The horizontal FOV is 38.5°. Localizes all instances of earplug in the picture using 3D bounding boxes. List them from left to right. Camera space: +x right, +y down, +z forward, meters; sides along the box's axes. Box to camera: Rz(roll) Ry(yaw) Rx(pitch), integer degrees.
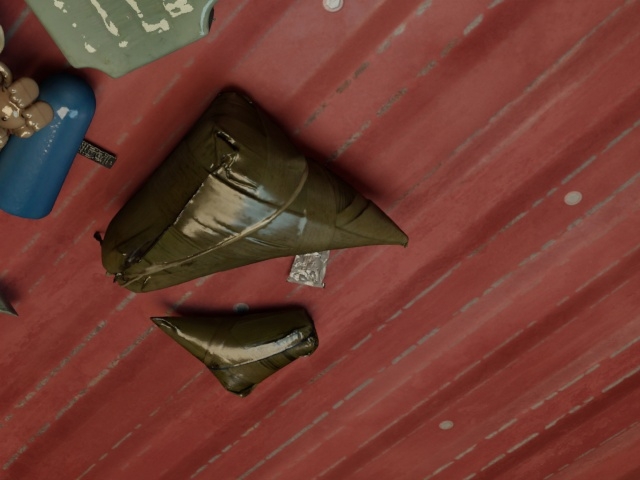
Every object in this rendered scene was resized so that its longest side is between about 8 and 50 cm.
[{"bbox_3d":[-0.488,-0.180,1.633,0.132,0.132,0.273,24,121,-23],"label":"earplug"}]

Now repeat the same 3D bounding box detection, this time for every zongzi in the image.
[{"bbox_3d":[-0.176,0.185,1.972,0.260,0.123,0.289,-33,121,16],"label":"zongzi"},{"bbox_3d":[-0.154,0.034,1.746,0.467,0.218,0.500,38,115,-20],"label":"zongzi"}]

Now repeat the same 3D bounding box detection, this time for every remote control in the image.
[{"bbox_3d":[-0.427,-0.167,1.714,0.091,0.016,0.034,29,117,-26],"label":"remote control"}]

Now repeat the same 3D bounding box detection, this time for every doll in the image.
[{"bbox_3d":[-0.555,-0.226,1.529,0.278,0.119,0.154,-6,125,46],"label":"doll"}]

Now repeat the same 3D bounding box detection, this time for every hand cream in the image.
[{"bbox_3d":[0.000,-0.003,1.870,0.084,0.050,0.257,11,131,-9],"label":"hand cream"}]

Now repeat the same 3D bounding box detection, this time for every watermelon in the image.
[{"bbox_3d":[-0.712,0.119,1.906,0.180,0.081,0.094,18,145,1],"label":"watermelon"}]

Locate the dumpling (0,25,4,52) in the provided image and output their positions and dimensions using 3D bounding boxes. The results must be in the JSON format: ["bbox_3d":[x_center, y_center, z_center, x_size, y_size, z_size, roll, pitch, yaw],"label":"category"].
[{"bbox_3d":[-0.584,-0.327,1.514,0.169,0.100,0.134,-13,143,9],"label":"dumpling"}]

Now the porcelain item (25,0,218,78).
[{"bbox_3d":[-0.309,-0.420,1.416,0.281,0.157,0.286,-24,127,13],"label":"porcelain item"}]
